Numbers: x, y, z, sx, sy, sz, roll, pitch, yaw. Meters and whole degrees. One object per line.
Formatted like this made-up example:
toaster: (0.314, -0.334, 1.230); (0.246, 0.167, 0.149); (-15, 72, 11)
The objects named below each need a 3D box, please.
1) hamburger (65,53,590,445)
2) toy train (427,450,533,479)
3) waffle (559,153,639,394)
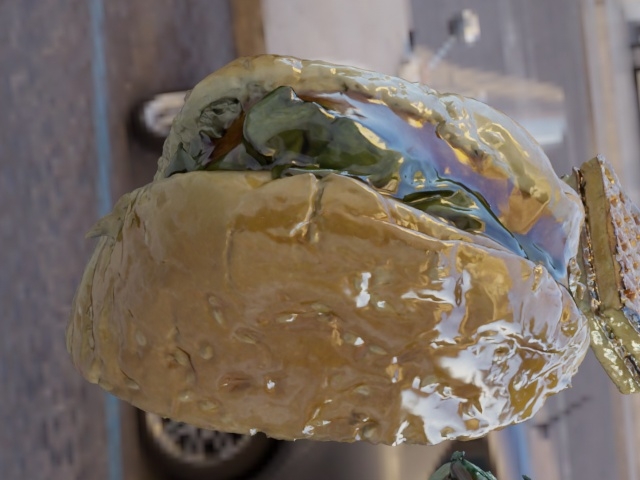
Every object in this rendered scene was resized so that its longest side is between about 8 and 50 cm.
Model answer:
hamburger: (0.000, -0.003, 1.136); (0.162, 0.330, 0.209); (-83, 172, -48)
toy train: (0.150, 0.279, 1.592); (0.159, 0.129, 0.326); (51, -13, -12)
waffle: (0.205, 0.024, 1.315); (0.102, 0.042, 0.148); (51, 27, -38)
